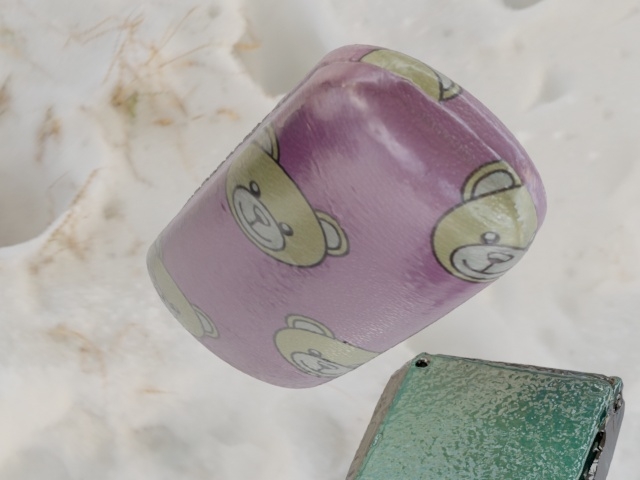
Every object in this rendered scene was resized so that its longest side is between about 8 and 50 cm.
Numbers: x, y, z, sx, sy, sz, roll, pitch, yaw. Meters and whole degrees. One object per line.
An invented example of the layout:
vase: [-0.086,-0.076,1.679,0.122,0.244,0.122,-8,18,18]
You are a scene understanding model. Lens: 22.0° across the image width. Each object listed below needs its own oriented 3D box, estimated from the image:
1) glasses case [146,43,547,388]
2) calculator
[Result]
glasses case: [0.000,0.000,0.803,0.123,0.316,0.076,40,62,-6]
calculator: [0.157,0.231,1.649,0.274,0.248,0.058,-63,146,-39]
